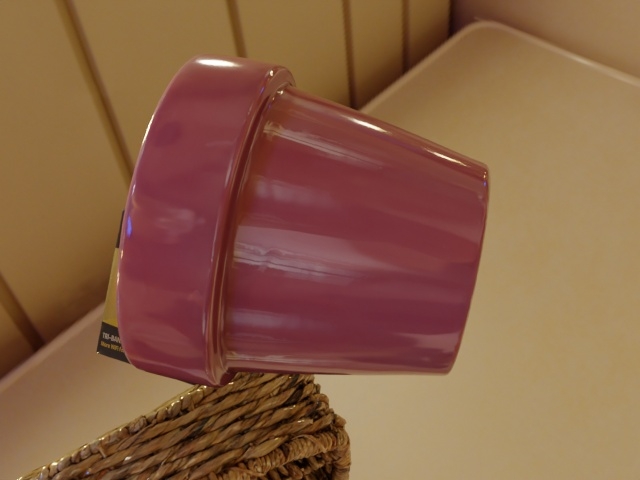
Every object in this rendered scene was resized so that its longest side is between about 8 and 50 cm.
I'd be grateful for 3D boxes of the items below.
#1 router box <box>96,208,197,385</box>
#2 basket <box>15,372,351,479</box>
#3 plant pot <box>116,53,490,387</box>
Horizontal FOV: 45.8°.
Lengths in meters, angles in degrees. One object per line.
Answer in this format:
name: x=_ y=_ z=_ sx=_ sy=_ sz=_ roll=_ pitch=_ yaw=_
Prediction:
router box: x=-0.197 y=0.092 z=1.183 sx=0.081 sy=0.309 sz=0.242 roll=11 pitch=-92 yaw=-59
basket: x=-0.109 y=0.257 z=0.725 sx=0.299 sy=0.223 sz=0.213 roll=-24 pitch=-7 yaw=-28
plant pot: x=0.000 y=0.000 z=0.459 sx=0.201 sy=0.180 sz=0.201 roll=11 pitch=-90 yaw=-83
